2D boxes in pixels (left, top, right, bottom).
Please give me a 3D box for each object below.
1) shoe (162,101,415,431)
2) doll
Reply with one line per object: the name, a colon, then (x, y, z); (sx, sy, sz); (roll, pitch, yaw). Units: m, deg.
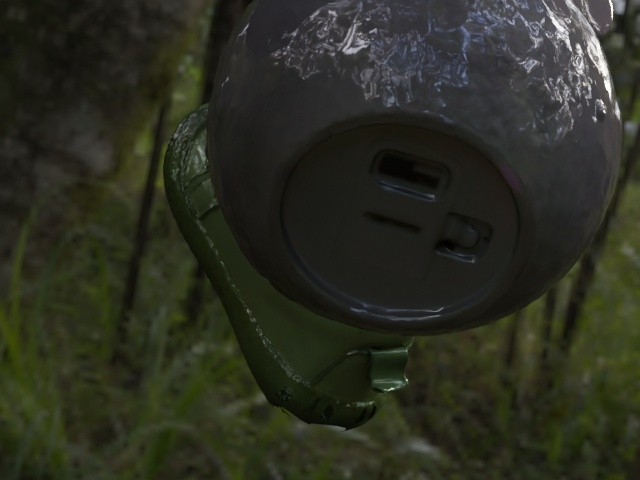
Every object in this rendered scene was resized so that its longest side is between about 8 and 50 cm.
shoe: (-0.004, 0.004, 1.248); (0.128, 0.262, 0.140); (-35, -31, 28)
doll: (0.039, -0.087, 0.686); (0.150, 0.151, 0.287); (11, 38, -1)
